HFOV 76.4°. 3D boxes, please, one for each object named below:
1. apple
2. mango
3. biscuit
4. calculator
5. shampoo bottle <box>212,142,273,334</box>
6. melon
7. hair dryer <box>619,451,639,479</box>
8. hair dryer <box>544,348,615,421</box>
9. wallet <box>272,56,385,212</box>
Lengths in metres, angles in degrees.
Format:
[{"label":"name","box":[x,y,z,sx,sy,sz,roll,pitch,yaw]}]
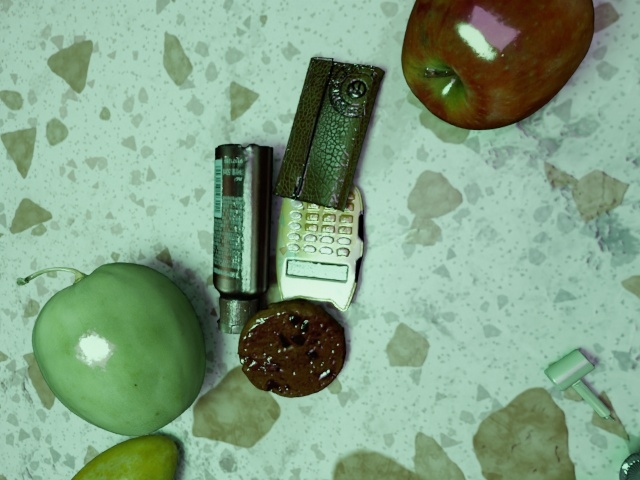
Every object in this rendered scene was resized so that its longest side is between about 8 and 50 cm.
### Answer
[{"label":"apple","box":[0.231,-0.268,0.538,0.230,0.230,0.229,1,95,15]},{"label":"mango","box":[-0.413,0.556,0.791,0.222,0.199,0.383,33,90,18]},{"label":"biscuit","box":[-0.048,0.189,0.706,0.192,0.049,0.191,-3,110,-9]},{"label":"calculator","box":[0.000,0.000,0.712,0.157,0.033,0.236,6,94,16]},{"label":"shampoo bottle","box":[-0.139,-0.002,0.716,0.129,0.084,0.322,6,97,40]},{"label":"melon","box":[-0.334,0.180,0.705,0.272,0.271,0.307,-4,111,15]},{"label":"hair dryer","box":[0.620,0.288,0.513,0.301,0.121,0.361,25,109,3]},{"label":"hair dryer","box":[0.410,0.230,0.621,0.063,0.038,0.124,-44,89,14]},{"label":"wallet","box":[0.010,-0.179,0.678,0.133,0.039,0.243,17,91,18]}]
